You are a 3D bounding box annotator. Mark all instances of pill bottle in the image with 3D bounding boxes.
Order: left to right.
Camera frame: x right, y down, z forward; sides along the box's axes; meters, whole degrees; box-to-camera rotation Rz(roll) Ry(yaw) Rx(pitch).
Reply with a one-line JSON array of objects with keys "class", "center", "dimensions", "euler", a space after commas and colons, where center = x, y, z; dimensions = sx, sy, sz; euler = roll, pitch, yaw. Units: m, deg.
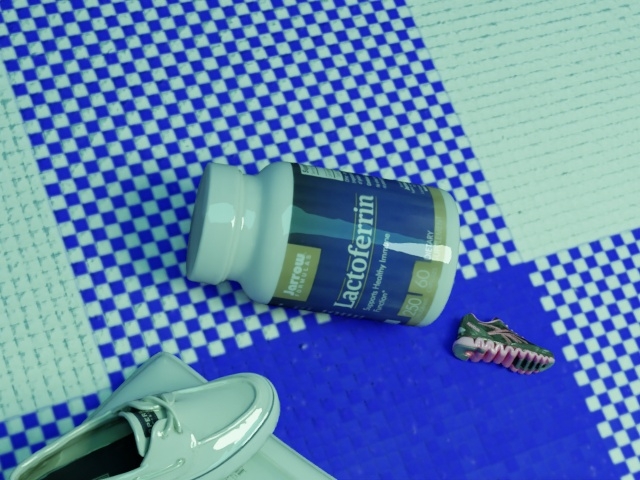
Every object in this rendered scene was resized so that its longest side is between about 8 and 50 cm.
[{"class": "pill bottle", "center": [0.000, 0.000, 1.232], "dimensions": [0.264, 0.153, 0.153], "euler": [9, 66, -12]}]

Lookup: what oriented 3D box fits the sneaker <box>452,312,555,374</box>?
[{"class": "sneaker", "center": [0.206, 0.111, 1.308], "dimensions": [0.119, 0.047, 0.057], "euler": [15, 53, -11]}]

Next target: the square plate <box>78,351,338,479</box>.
[{"class": "square plate", "center": [-0.147, 0.284, 1.051], "dimensions": [0.347, 0.049, 0.344], "euler": [32, 59, 27]}]

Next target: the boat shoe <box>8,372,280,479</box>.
[{"class": "boat shoe", "center": [-0.152, 0.183, 1.049], "dimensions": [0.258, 0.084, 0.095], "euler": [-29, 53, -19]}]
